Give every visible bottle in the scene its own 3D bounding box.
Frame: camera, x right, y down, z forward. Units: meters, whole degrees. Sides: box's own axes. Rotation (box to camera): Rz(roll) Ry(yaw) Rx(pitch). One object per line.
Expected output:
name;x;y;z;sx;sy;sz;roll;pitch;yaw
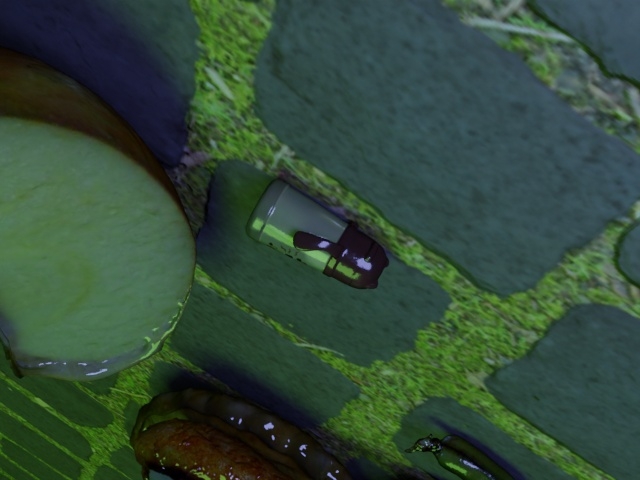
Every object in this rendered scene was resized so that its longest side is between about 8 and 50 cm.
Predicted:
bottle;-0.001;0.001;0.699;0.101;0.063;0.047;30;120;2

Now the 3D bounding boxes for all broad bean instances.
broad bean;0.171;0.244;0.908;0.227;0.039;0.069;45;144;-18

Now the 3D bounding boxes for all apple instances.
apple;-0.221;-0.029;0.755;0.253;0.179;0.346;13;146;13

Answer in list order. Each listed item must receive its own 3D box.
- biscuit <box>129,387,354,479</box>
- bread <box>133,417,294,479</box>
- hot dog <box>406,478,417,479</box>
biscuit;-0.067;0.281;1.191;0.335;0.078;0.329;44;148;-18
bread;-0.073;0.269;1.045;0.268;0.095;0.139;20;143;6
hot dog;0.114;0.335;1.051;0.160;0.099;0.227;28;150;30
